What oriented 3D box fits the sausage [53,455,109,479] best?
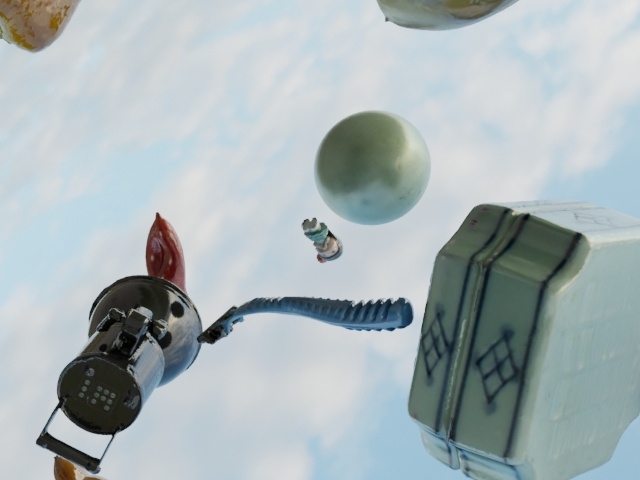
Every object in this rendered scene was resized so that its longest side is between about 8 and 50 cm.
[{"bbox_3d":[-0.298,0.359,1.594,0.054,0.183,0.062,-59,180,11],"label":"sausage"}]

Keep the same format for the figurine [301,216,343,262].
[{"bbox_3d":[0.000,0.000,2.134,0.060,0.106,0.047,-24,-137,16],"label":"figurine"}]

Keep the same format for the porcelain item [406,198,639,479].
[{"bbox_3d":[0.225,0.101,1.198,0.157,0.286,0.281,21,-72,37],"label":"porcelain item"}]

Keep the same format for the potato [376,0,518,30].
[{"bbox_3d":[0.173,-0.299,1.023,0.116,0.239,0.299,45,-52,33],"label":"potato"}]

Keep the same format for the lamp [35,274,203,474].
[{"bbox_3d":[-0.229,0.139,1.342,0.172,0.147,0.227,-60,-177,18],"label":"lamp"}]

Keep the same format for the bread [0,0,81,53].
[{"bbox_3d":[-0.319,-0.305,1.146,0.121,0.245,0.174,22,-108,26],"label":"bread"}]

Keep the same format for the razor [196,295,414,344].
[{"bbox_3d":[-0.016,0.080,1.243,0.253,0.042,0.082,-3,-157,33],"label":"razor"}]

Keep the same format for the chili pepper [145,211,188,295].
[{"bbox_3d":[-0.209,0.050,1.587,0.059,0.191,0.050,14,-148,37],"label":"chili pepper"}]

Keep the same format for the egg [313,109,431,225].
[{"bbox_3d":[0.066,-0.094,1.514,0.149,0.149,0.192,-54,-173,-18],"label":"egg"}]
